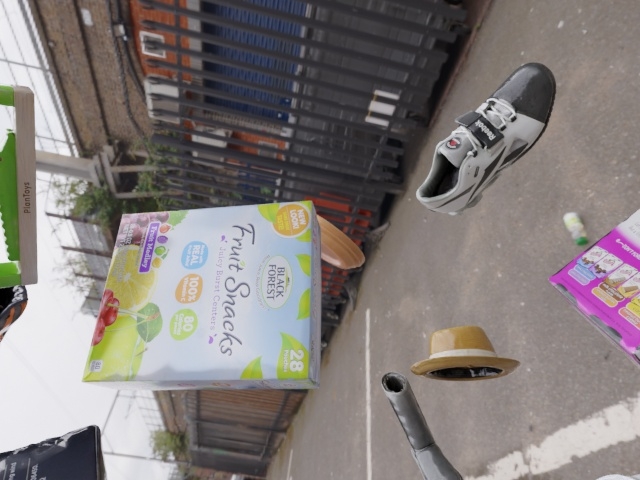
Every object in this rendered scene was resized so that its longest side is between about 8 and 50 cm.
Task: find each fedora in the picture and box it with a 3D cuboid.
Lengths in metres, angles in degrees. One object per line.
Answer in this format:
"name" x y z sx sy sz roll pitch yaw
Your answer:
"fedora" 0.252 0.199 0.745 0.194 0.194 0.079 109 163 -61

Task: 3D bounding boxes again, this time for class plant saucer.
"plant saucer" 0.000 0.000 0.871 0.037 0.200 0.200 -55 -1 -13

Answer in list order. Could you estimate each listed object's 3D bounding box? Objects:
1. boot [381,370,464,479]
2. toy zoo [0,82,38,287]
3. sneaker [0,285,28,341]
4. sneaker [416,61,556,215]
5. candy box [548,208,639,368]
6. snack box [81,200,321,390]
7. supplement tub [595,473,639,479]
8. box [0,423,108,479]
"boot" 0.208 0.395 0.875 0.190 0.076 0.208 -165 57 -71
"toy zoo" -0.378 -0.034 0.299 0.030 0.293 0.192 35 120 40
"sneaker" -0.430 0.137 0.436 0.180 0.125 0.321 -48 28 21
"sneaker" 0.305 -0.184 0.801 0.122 0.146 0.330 50 124 35
"candy box" 0.383 0.020 0.425 0.233 0.071 0.159 -44 14 16
"snack box" -0.105 0.055 0.418 0.070 0.207 0.174 74 -166 -63
"supplement tub" 0.598 0.500 0.641 0.228 0.316 0.228 -162 90 -83
"box" -0.322 0.374 0.325 0.179 0.313 0.343 42 133 53
